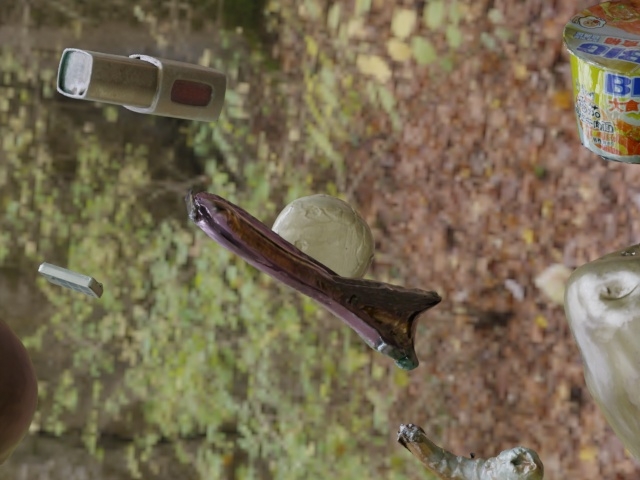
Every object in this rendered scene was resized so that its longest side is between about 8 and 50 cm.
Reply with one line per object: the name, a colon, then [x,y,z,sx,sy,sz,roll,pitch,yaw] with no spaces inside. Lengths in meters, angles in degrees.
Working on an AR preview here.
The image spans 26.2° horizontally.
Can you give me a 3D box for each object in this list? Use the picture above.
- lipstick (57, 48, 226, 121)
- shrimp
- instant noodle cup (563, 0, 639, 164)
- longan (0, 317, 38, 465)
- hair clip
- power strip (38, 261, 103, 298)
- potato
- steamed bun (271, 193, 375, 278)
lipstick: [-0.238,-0.211,1.848,0.077,0.252,0.079,18,99,37]
shrimp: [0.177,0.252,1.620,0.049,0.166,0.161,-61,7,-28]
instant noodle cup: [0.409,-0.198,1.738,0.205,0.204,0.153,-107,7,-55]
longan: [-0.569,0.221,2.036,0.297,0.297,0.297,-175,90,-76]
hair clip: [-0.012,0.030,1.413,0.095,0.358,0.110,-25,51,38]
power strip: [-0.324,0.052,1.787,0.040,0.090,0.016,63,-133,-62]
potato: [0.427,0.149,1.612,0.243,0.221,0.326,69,176,-72]
steamed bun: [0.000,0.000,1.667,0.091,0.129,0.113,-139,68,-75]
